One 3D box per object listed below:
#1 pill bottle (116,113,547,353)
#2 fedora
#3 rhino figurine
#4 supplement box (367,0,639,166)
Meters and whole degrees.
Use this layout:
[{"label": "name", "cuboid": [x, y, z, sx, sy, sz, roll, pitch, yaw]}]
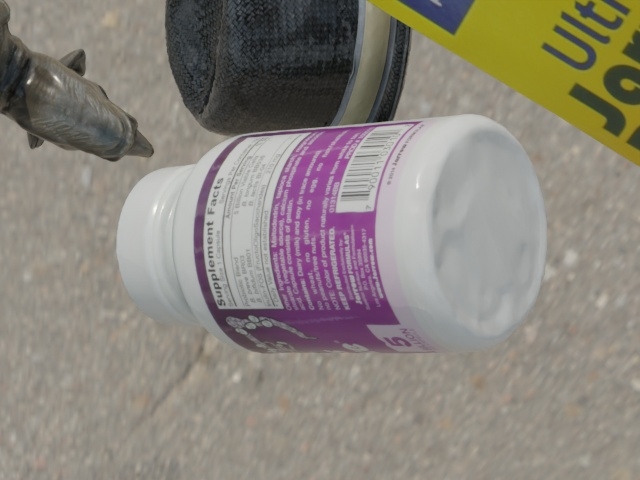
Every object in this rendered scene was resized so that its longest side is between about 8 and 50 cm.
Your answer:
[{"label": "pill bottle", "cuboid": [0.000, 0.000, 1.464, 0.301, 0.169, 0.169, -2, 55, 39]}, {"label": "fedora", "cuboid": [-0.046, -0.207, 1.835, 0.152, 0.334, 0.334, -6, 66, -28]}, {"label": "rhino figurine", "cuboid": [-0.174, -0.089, 0.897, 0.243, 0.106, 0.073, 24, 89, -31]}, {"label": "supplement box", "cuboid": [0.198, -0.230, 0.938, 0.195, 0.194, 0.356, 31, 52, 1]}]
